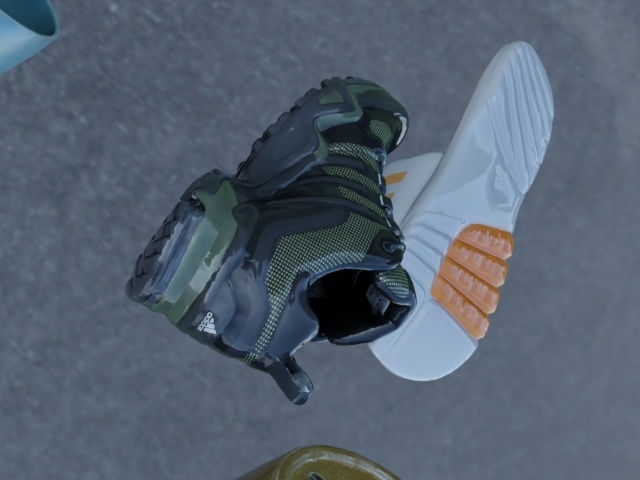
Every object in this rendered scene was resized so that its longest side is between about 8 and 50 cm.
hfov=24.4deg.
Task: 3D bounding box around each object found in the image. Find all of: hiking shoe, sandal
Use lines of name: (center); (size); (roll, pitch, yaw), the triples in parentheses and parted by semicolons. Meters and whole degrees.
hiking shoe: (0.000, 0.000, 0.731); (0.086, 0.114, 0.227); (-49, 177, 39)
sandal: (0.077, -0.020, 0.948); (0.102, 0.076, 0.265); (56, 47, -34)

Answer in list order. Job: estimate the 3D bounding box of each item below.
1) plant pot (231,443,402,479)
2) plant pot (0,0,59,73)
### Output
plant pot: (-0.045, 0.229, 0.740); (0.237, 0.237, 0.254); (6, 129, -49)
plant pot: (-0.378, -0.213, 1.175); (0.195, 0.290, 0.290); (-38, 145, 7)
